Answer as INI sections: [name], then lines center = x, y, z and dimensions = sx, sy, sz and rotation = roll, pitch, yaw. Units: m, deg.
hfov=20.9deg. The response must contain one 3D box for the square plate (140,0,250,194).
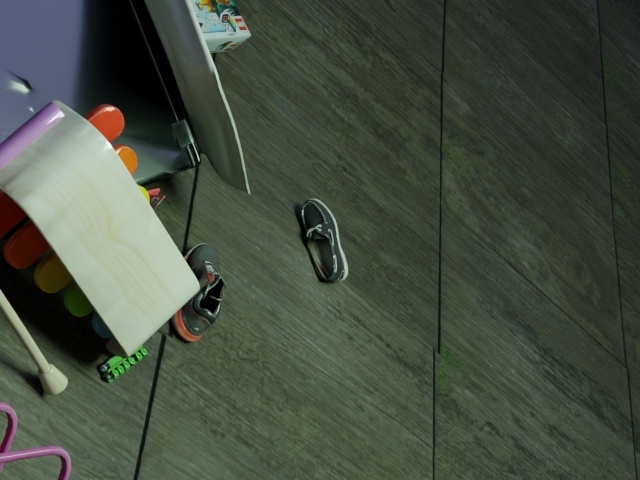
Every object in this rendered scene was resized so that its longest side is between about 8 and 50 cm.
[square plate]
center = -0.178, -0.257, 2.085
dimensions = 0.344, 0.049, 0.347
rotation = 80, -12, -68

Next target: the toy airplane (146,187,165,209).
[toy airplane]
center = -0.232, -0.012, 1.991
dimensions = 0.028, 0.151, 0.151
rotation = 53, 29, 15

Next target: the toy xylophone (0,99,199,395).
[toy xylophone]
center = -0.260, 0.016, 1.870
dimensions = 0.236, 0.081, 0.322
rotation = -37, 129, -23

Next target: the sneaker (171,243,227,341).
[sneaker]
center = -0.136, 0.058, 2.146
dimensions = 0.061, 0.065, 0.158
rotation = 39, 35, -28

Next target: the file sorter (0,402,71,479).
[file sorter]
center = -0.377, 0.184, 1.422
dimensions = 0.291, 0.202, 0.182
rotation = 33, 18, 30

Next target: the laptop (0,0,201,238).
[laptop]
center = -0.316, -0.226, 2.050
dimensions = 0.408, 0.236, 0.382
rotation = -155, -136, -84

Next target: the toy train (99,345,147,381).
[toy train]
center = -0.226, 0.138, 1.991
dimensions = 0.024, 0.017, 0.083
rotation = 48, 30, 3

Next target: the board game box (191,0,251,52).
[board game box]
center = -0.235, -0.346, 2.387
dimensions = 0.305, 0.053, 0.193
rotation = -16, 77, -59

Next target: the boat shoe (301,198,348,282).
[boat shoe]
center = 0.000, 0.000, 2.420
dimensions = 0.038, 0.046, 0.125
rotation = 1, 70, -61
